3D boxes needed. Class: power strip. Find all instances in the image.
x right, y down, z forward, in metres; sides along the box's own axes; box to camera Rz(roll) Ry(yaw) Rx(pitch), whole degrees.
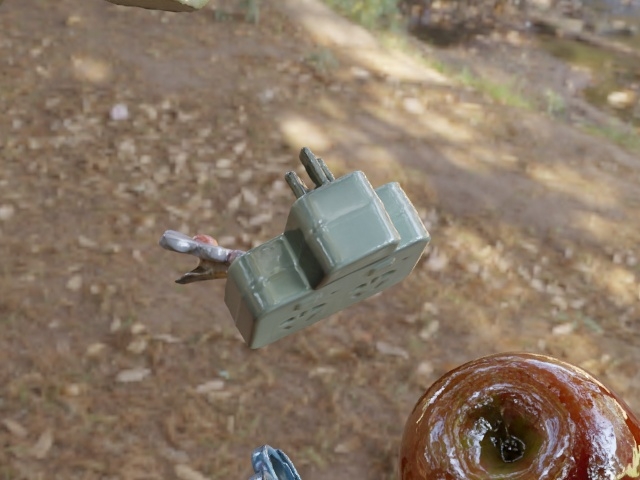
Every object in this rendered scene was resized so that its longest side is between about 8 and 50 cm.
[{"bbox_3d":[0.000,0.000,1.237,0.229,0.261,0.141,-26,75,-15],"label":"power strip"}]

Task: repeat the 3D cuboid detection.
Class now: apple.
[{"bbox_3d":[0.147,0.169,0.757,0.181,0.168,0.181,-9,54,12],"label":"apple"}]

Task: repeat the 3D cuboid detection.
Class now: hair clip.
[{"bbox_3d":[-0.123,0.035,1.527,0.257,0.075,0.146,7,-14,32],"label":"hair clip"}]

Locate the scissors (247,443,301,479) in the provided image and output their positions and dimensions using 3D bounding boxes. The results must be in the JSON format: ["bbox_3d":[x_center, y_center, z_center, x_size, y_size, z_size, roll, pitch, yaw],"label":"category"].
[{"bbox_3d":[0.015,0.275,0.829,0.030,0.256,0.125,-29,10,5],"label":"scissors"}]

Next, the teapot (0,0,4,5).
[{"bbox_3d":[-0.418,-0.196,0.947,0.270,0.200,0.337,3,39,-8],"label":"teapot"}]

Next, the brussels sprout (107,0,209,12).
[{"bbox_3d":[-0.162,-0.336,1.014,0.244,0.244,0.244,3,25,-1],"label":"brussels sprout"}]
